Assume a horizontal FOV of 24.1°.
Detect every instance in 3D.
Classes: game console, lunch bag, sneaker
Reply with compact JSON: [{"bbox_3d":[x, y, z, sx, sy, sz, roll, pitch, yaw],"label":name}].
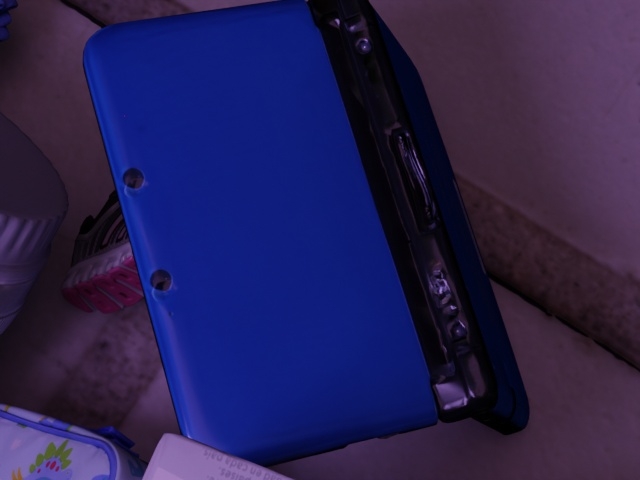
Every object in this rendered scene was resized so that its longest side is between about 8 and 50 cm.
[{"bbox_3d":[0.000,0.000,0.978,0.173,0.250,0.293,-20,73,12],"label":"game console"},{"bbox_3d":[-0.188,0.193,0.932,0.219,0.090,0.176,6,65,46],"label":"lunch bag"},{"bbox_3d":[-0.112,-0.010,1.033,0.170,0.063,0.075,-24,53,33],"label":"sneaker"}]

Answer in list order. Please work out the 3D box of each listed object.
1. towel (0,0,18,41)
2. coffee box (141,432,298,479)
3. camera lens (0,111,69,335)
[{"bbox_3d":[-0.402,-0.223,1.079,0.243,0.040,0.336,-26,62,-29],"label":"towel"},{"bbox_3d":[0.026,0.343,0.804,0.337,0.338,0.334,20,74,9],"label":"coffee box"},{"bbox_3d":[-0.313,0.032,0.932,0.219,0.219,0.274,41,104,12],"label":"camera lens"}]
